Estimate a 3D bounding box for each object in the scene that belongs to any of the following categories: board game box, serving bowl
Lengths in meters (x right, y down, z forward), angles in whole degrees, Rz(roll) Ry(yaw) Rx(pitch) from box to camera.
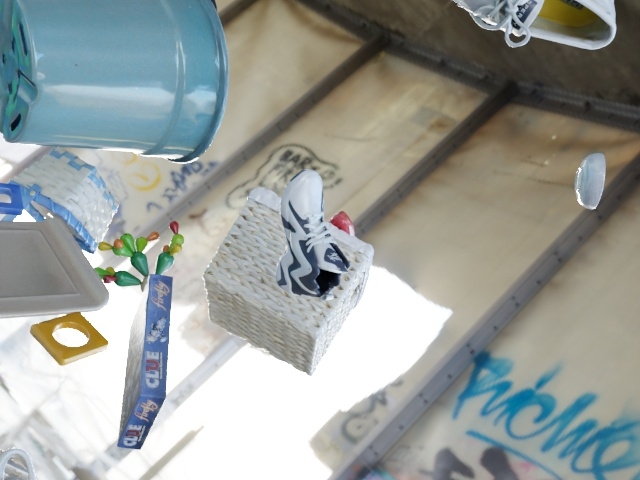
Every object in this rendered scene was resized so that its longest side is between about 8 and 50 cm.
[{"bbox_3d":[-0.292,0.199,1.305,0.243,0.042,0.165,-97,-153,-44],"label":"board game box"},{"bbox_3d":[0.388,-0.088,1.135,0.027,0.083,0.083,7,-25,4],"label":"serving bowl"}]

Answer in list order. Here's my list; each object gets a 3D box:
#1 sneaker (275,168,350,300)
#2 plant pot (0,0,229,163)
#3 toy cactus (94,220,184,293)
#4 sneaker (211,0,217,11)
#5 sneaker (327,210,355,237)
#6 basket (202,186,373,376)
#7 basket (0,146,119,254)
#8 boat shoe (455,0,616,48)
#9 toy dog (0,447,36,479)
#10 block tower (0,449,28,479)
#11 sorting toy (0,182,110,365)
[{"bbox_3d":[0.000,0.000,1.391,0.094,0.235,0.153,2,15,-44],"label":"sneaker"},{"bbox_3d":[-0.394,-0.300,1.385,0.341,0.334,0.341,11,-76,48],"label":"plant pot"},{"bbox_3d":[-0.377,0.059,1.691,0.112,0.219,0.180,-33,-97,56],"label":"toy cactus"},{"bbox_3d":[-0.368,-0.533,1.744,0.102,0.293,0.146,46,-48,49],"label":"sneaker"},{"bbox_3d":[-0.001,0.018,1.914,0.087,0.128,0.221,55,-29,21],"label":"sneaker"},{"bbox_3d":[-0.085,0.106,1.879,0.331,0.266,0.328,29,-25,10],"label":"basket"},{"bbox_3d":[-0.605,-0.039,1.759,0.201,0.289,0.254,22,-25,15],"label":"basket"},{"bbox_3d":[0.308,-0.378,1.233,0.367,0.156,0.136,15,-41,-18],"label":"boat shoe"},{"bbox_3d":[-0.492,0.463,1.059,0.220,0.161,0.333,4,69,-66],"label":"toy dog"},{"bbox_3d":[-0.690,0.527,1.440,0.097,0.335,0.091,35,-11,39],"label":"block tower"},{"bbox_3d":[-0.374,0.041,0.921,0.347,0.196,0.047,45,-55,36],"label":"sorting toy"}]
